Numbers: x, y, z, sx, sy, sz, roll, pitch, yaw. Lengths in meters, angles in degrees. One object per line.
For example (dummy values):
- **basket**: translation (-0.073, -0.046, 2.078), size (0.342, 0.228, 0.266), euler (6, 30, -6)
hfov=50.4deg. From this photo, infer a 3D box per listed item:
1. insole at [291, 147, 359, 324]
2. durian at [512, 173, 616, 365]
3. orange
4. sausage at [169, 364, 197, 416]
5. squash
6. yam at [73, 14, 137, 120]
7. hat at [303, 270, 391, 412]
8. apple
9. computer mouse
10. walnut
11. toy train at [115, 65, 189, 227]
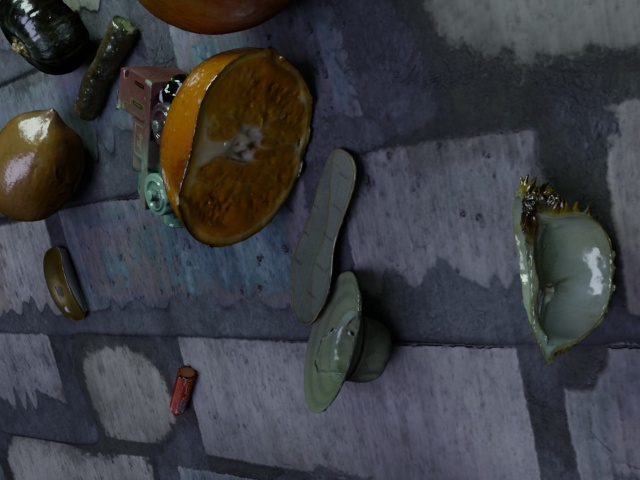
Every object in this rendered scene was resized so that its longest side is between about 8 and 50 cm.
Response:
- **insole**: translation (0.000, 0.000, 1.217), size (0.119, 0.009, 0.348), euler (41, 125, 40)
- **durian**: translation (0.322, 0.034, 0.929), size (0.144, 0.139, 0.252), euler (5, 107, 31)
- **orange**: translation (-0.142, -0.149, 1.135), size (0.274, 0.274, 0.310), euler (-8, 95, 38)
- **sausage**: translation (-0.321, 0.354, 1.565), size (0.048, 0.050, 0.145), euler (13, 120, -13)
- **squash**: translation (-0.575, -0.438, 1.420), size (0.193, 0.156, 0.193), euler (58, 171, 15)
- **yam**: translation (-0.456, -0.356, 1.426), size (0.061, 0.061, 0.253), euler (51, 128, 12)
- **hat**: translation (0.064, 0.184, 1.178), size (0.110, 0.252, 0.252), euler (16, 123, -16)
- **apple**: translation (-0.165, -0.454, 1.019), size (0.301, 0.301, 0.302), euler (12, 112, 33)
- **computer mouse**: translation (-0.657, 0.114, 1.736), size (0.102, 0.045, 0.199), euler (-12, 97, 41)
- **walnut**: translation (-0.637, -0.169, 1.535), size (0.203, 0.203, 0.298), euler (46, 123, 15)
- **toy train**: translation (-0.297, -0.185, 1.322), size (0.221, 0.150, 0.304), euler (32, 123, 36)
